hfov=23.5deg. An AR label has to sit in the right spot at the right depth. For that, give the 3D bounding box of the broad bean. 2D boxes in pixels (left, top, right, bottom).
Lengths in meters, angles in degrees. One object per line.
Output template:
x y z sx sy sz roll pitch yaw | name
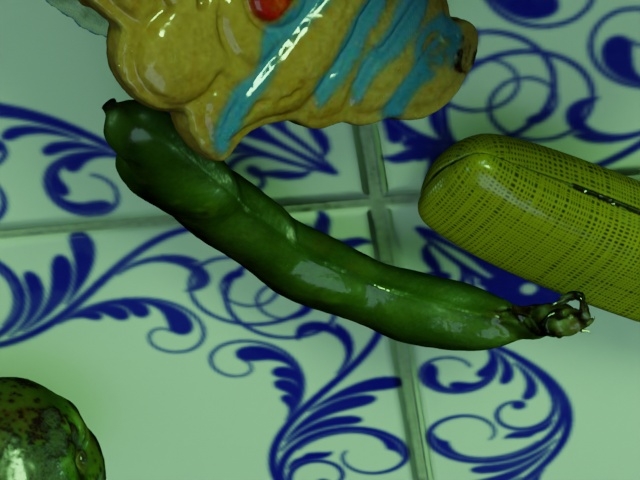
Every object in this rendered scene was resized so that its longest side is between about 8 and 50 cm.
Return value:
0.000 0.000 0.850 0.292 0.049 0.144 24 159 -17 | broad bean

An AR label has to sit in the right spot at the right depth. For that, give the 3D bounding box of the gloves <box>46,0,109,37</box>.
-0.087 -0.152 0.679 0.119 0.097 0.229 -39 118 1 | gloves

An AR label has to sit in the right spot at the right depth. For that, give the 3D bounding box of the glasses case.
0.165 0.001 0.862 0.234 0.064 0.079 20 150 -19 | glasses case

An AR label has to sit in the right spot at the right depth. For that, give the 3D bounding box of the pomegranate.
-0.214 0.143 1.010 0.125 0.163 0.138 -48 147 -5 | pomegranate

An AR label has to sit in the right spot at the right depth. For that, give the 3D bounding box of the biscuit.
-0.032 -0.128 0.651 0.280 0.183 0.043 27 171 -38 | biscuit
